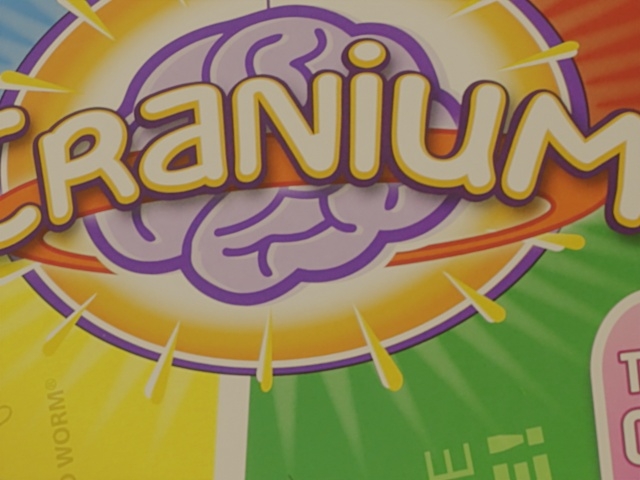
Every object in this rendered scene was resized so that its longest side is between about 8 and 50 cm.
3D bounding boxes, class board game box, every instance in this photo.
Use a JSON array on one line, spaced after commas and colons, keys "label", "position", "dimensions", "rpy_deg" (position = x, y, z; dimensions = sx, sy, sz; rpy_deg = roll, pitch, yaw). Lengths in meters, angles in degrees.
[{"label": "board game box", "position": [0.000, 0.000, 0.447], "dimensions": [0.064, 0.242, 0.316], "rpy_deg": [35, -137, -71]}]
